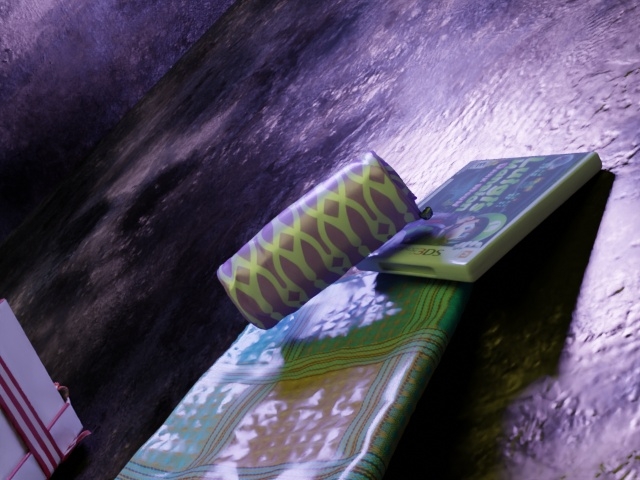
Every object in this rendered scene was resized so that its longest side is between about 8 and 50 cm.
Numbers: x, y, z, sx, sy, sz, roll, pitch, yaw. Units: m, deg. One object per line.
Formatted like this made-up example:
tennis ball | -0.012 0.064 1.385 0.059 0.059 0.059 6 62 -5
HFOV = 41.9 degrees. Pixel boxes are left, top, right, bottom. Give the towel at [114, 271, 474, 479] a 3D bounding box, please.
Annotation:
towel | -0.024 0.129 0.722 0.271 0.040 0.370 -16 21 34

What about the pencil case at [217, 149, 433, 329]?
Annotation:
pencil case | 0.000 0.000 0.796 0.206 0.086 0.088 -35 -11 7

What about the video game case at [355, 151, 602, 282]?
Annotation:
video game case | 0.145 -0.027 0.800 0.190 0.022 0.173 -37 20 -25

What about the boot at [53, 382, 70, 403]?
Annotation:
boot | -0.424 0.244 1.300 0.084 0.059 0.158 -40 34 5

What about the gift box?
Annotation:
gift box | -0.466 0.255 1.073 0.276 0.258 0.255 -19 15 16
